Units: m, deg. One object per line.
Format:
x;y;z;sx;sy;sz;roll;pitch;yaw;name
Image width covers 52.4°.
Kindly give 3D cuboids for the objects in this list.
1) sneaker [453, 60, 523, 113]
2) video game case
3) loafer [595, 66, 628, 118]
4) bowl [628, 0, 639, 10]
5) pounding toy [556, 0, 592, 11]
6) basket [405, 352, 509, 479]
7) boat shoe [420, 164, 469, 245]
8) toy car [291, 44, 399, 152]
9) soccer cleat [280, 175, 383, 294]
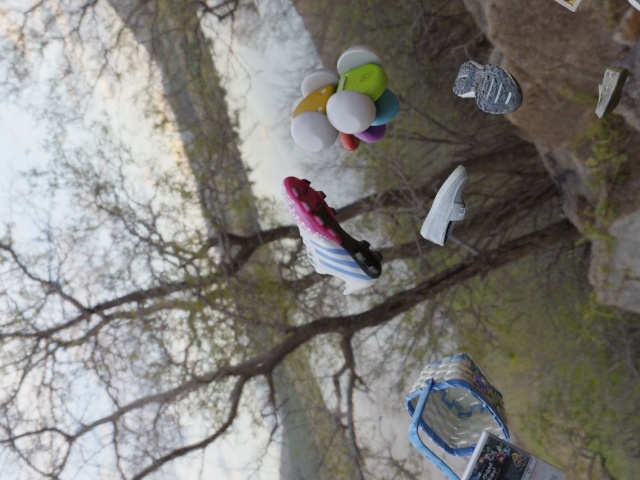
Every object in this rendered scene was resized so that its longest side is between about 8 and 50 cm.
0.402;-0.350;1.487;0.271;0.108;0.100;-111;34;-64;sneaker
0.341;0.478;1.208;0.173;0.190;0.022;28;173;-2;video game case
0.742;-0.384;1.671;0.050;0.056;0.148;49;146;36;loafer
0.825;-0.611;1.590;0.142;0.142;0.053;28;-179;-10;bowl
0.558;-0.601;1.490;0.141;0.100;0.130;44;137;23;pounding toy
0.316;0.424;1.528;0.255;0.201;0.289;48;-138;-18;basket
0.316;-0.079;1.567;0.081;0.079;0.227;34;136;16;boat shoe
0.047;-0.207;1.046;0.136;0.182;0.159;39;-134;-32;toy car
0.000;0.000;1.538;0.331;0.143;0.116;46;-148;-11;soccer cleat
